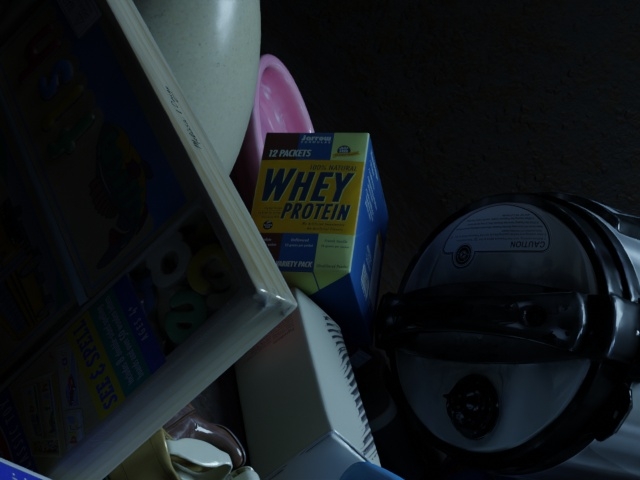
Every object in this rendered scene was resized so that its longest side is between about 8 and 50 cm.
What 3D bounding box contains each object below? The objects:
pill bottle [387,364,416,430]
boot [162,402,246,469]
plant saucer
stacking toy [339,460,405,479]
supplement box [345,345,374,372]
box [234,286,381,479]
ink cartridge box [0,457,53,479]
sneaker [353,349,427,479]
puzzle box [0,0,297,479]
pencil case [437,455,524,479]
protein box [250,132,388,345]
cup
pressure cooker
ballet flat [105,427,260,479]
[{"bbox_3d":[0.134,0.240,1.818,0.116,0.065,0.065,46,14,-22],"label":"pill bottle"},{"bbox_3d":[-0.126,0.194,1.167,0.106,0.037,0.114,38,10,4],"label":"boot"},{"bbox_3d":[-0.073,-0.105,1.820,0.332,0.084,0.332,-12,90,-76],"label":"plant saucer"},{"bbox_3d":[-0.015,0.312,1.039,0.165,0.175,0.302,26,18,33],"label":"stacking toy"},{"bbox_3d":[0.020,0.154,1.640,0.043,0.083,0.055,33,21,-52],"label":"supplement box"},{"bbox_3d":[-0.022,0.180,1.386,0.094,0.113,0.275,44,16,-30],"label":"box"},{"bbox_3d":[-0.194,0.228,0.798,0.371,0.069,0.176,34,20,-41],"label":"ink cartridge box"},{"bbox_3d":[0.077,0.239,1.655,0.118,0.083,0.222,62,6,-19],"label":"sneaker"},{"bbox_3d":[-0.207,-0.019,0.984,0.052,0.272,0.409,26,27,-50],"label":"puzzle box"},{"bbox_3d":[0.202,0.359,1.610,0.133,0.119,0.306,60,14,1],"label":"pencil case"},{"bbox_3d":[0.000,0.000,1.569,0.200,0.136,0.201,72,23,-57],"label":"protein box"},{"bbox_3d":[-0.199,-0.240,1.424,0.331,0.237,0.331,23,35,-18],"label":"cup"},{"bbox_3d":[0.299,0.133,1.591,0.420,0.370,0.375,17,34,-42],"label":"pressure cooker"},{"bbox_3d":[-0.094,0.228,1.106,0.232,0.073,0.080,37,20,-45],"label":"ballet flat"}]
